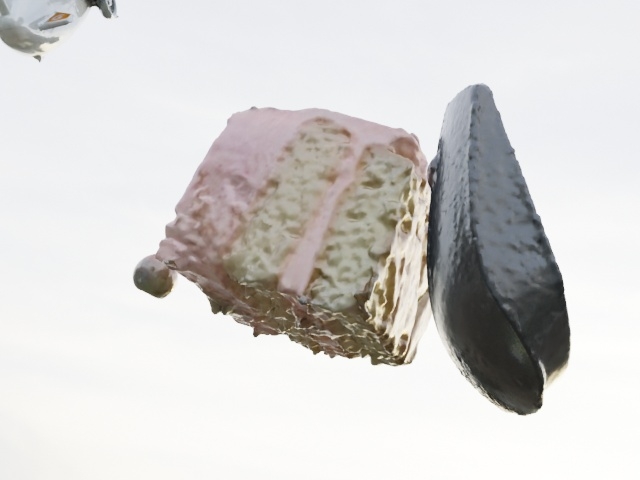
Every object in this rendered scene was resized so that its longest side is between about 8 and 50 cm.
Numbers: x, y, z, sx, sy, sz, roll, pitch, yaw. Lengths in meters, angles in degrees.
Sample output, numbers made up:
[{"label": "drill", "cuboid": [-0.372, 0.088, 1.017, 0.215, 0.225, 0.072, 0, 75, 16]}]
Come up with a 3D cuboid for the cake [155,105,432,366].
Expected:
[{"label": "cake", "cuboid": [0.000, 0.000, 1.112, 0.306, 0.293, 0.314, 13, -24, 22]}]

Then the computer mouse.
[{"label": "computer mouse", "cuboid": [0.132, 0.009, 0.692, 0.087, 0.295, 0.168, -10, -20, -4]}]

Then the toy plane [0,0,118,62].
[{"label": "toy plane", "cuboid": [-0.329, -0.290, 0.919, 0.244, 0.245, 0.117, 3, -51, 22]}]

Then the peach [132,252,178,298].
[{"label": "peach", "cuboid": [-0.291, 0.063, 1.405, 0.083, 0.083, 0.083, 13, -33, 8]}]
